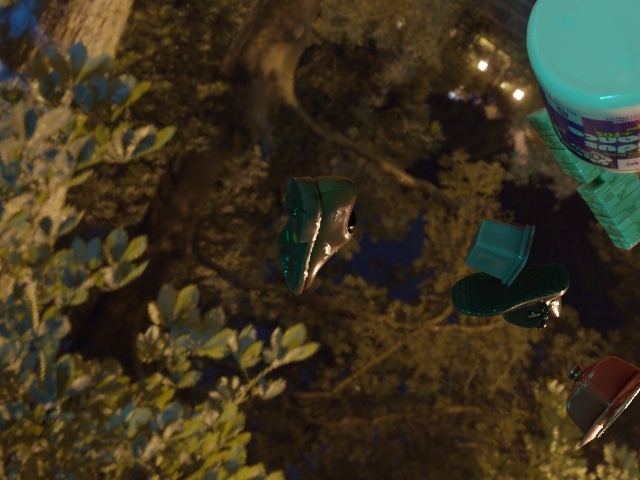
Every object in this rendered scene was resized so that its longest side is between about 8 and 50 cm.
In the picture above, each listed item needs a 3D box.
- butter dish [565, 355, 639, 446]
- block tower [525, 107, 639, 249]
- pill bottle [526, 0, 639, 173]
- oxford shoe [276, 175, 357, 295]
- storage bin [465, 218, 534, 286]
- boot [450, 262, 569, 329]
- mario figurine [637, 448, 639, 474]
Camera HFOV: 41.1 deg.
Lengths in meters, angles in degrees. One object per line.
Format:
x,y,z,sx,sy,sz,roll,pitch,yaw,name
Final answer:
0.516,0.279,1.603,0.160,0.160,0.118,-32,-118,-32,butter dish
0.551,-0.141,1.703,0.335,0.097,0.091,51,179,-9,block tower
0.327,-0.171,0.926,0.169,0.169,0.301,43,-174,24,pill bottle
0.000,0.000,1.072,0.096,0.227,0.083,-11,-117,-19,oxford shoe
0.321,0.010,1.545,0.091,0.098,0.135,18,158,3,storage bin
0.396,0.133,1.798,0.207,0.246,0.094,73,-175,-65,boot
0.751,0.409,1.602,0.170,0.320,0.198,56,-134,-5,mario figurine
